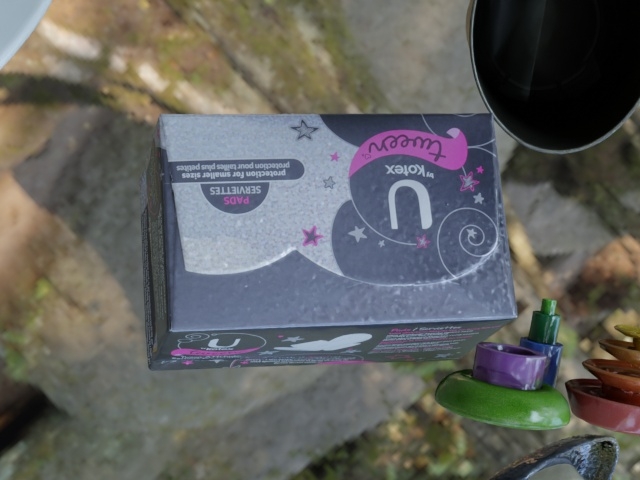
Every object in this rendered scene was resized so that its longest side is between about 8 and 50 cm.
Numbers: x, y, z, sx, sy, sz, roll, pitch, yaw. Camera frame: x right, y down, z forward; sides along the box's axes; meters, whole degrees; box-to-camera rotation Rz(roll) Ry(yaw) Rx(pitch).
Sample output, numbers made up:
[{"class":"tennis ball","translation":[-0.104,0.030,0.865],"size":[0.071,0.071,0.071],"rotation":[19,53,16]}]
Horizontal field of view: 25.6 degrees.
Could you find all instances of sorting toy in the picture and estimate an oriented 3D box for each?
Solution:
[{"class":"sorting toy","translation":[0.093,0.047,0.537],"size":[0.061,0.102,0.042],"rotation":[-154,-108,-71]}]

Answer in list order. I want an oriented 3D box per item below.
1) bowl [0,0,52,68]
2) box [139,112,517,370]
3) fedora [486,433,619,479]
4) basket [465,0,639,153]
[{"class":"bowl","translation":[-0.236,-0.157,0.479],"size":[0.298,0.297,0.134],"rotation":[-37,-165,-37]},{"class":"box","translation":[0.000,0.000,1.025],"size":[0.247,0.163,0.142],"rotation":[-1,164,-14]},{"class":"fedora","translation":[0.170,0.310,1.141],"size":[0.334,0.152,0.334],"rotation":[-33,152,-20]},{"class":"basket","translation":[0.198,-0.186,1.221],"size":[0.227,0.154,0.204],"rotation":[-81,179,-82]}]
